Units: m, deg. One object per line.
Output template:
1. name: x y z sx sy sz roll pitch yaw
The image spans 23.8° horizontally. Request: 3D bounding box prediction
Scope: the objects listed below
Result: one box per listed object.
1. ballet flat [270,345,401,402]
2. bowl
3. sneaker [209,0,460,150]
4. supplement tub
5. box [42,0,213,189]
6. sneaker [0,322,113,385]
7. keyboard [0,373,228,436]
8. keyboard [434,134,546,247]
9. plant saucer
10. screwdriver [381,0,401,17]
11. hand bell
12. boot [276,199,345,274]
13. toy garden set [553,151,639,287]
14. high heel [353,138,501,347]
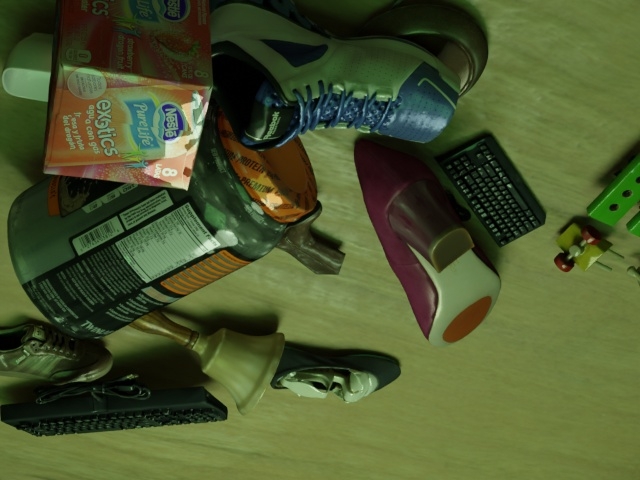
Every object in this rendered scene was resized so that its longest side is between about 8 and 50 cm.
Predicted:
1. ballet flat: 0.018 0.197 2.151 0.203 0.074 0.074 9 133 -14
2. bowl: -0.287 -0.193 1.716 0.142 0.053 0.142 7 170 -10
3. sneaker: -0.012 -0.159 1.683 0.315 0.182 0.127 22 135 -10
4. supplement tub: -0.186 -0.035 1.805 0.338 0.207 0.207 -27 131 19
5. box: -0.198 -0.206 1.569 0.154 0.300 0.142 6 132 -13
6. sneaker: -0.378 0.151 2.070 0.188 0.066 0.071 2 133 -8
7. keyboard: -0.299 0.235 2.110 0.317 0.033 0.201 -8 153 18
8. keyboard: 0.209 -0.055 1.953 0.108 0.023 0.180 -25 131 18
9. plant saucer: 0.115 -0.205 1.780 0.168 0.029 0.168 -2 140 -2
10. screwdriver: 0.097 -0.283 1.725 0.024 0.025 0.170 25 136 -28
11. hand bell: -0.184 0.131 2.066 0.242 0.126 0.126 27 128 -12
12. boot: 0.000 0.000 1.976 0.114 0.037 0.106 35 136 -29
13. toy garden set: 0.446 -0.012 2.003 0.244 0.049 0.204 22 127 -25
14. high heel: 0.136 0.006 1.990 0.127 0.181 0.377 -33 153 -11
